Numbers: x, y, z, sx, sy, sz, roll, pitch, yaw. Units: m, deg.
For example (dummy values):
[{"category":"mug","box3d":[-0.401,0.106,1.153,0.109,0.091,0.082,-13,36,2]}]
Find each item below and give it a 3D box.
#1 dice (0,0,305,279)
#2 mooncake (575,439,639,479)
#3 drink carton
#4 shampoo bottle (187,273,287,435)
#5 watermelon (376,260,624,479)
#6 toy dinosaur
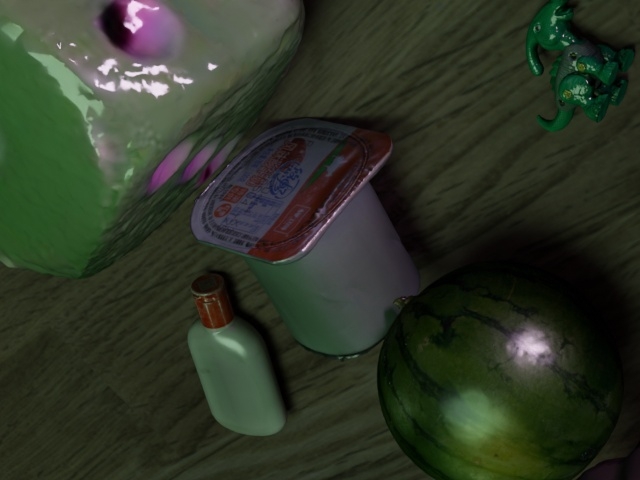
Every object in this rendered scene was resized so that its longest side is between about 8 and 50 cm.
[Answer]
[{"category":"dice","box3d":[-0.222,-0.185,1.605,0.318,0.330,0.322,41,140,3]},{"category":"mooncake","box3d":[0.378,0.293,1.702,0.283,0.141,0.283,1,138,1]},{"category":"drink carton","box3d":[0.000,0.000,1.739,0.191,0.185,0.189,14,149,44]},{"category":"shampoo bottle","box3d":[-0.107,0.137,2.021,0.108,0.051,0.221,10,133,32]},{"category":"watermelon","box3d":[0.177,0.137,1.683,0.242,0.242,0.242,19,136,20]},{"category":"toy dinosaur","box3d":[0.224,-0.152,1.528,0.096,0.059,0.132,30,131,22]}]
